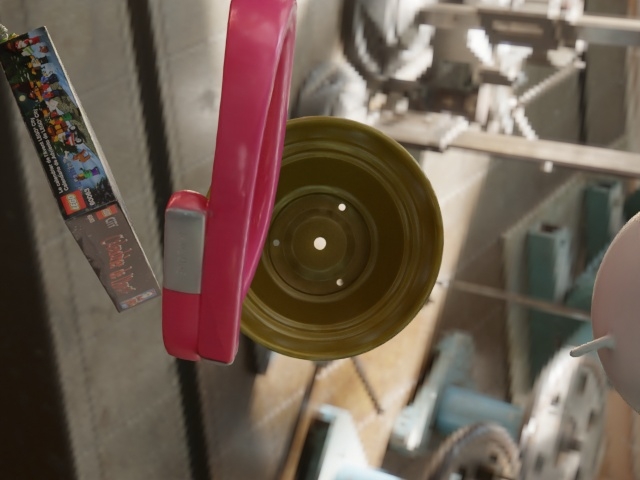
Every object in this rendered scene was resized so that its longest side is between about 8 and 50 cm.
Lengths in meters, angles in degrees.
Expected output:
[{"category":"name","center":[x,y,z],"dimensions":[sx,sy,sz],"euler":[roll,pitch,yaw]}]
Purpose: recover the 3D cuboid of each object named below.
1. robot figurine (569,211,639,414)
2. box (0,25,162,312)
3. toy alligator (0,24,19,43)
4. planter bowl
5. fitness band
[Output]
[{"category":"robot figurine","center":[0.364,0.067,1.153],"dimensions":[0.353,0.200,0.300],"euler":[12,103,-29]},{"category":"box","center":[-0.194,-0.050,1.174],"dimensions":[0.233,0.044,0.159],"euler":[83,-16,-70]},{"category":"toy alligator","center":[-0.453,-0.273,2.137],"dimensions":[0.051,0.189,0.056],"euler":[-50,140,-5]},{"category":"planter bowl","center":[0.000,0.000,1.306],"dimensions":[0.090,0.217,0.217],"euler":[111,-7,-87]},{"category":"fitness band","center":[-0.059,-0.040,0.999],"dimensions":[0.291,0.054,0.209],"euler":[100,3,-50]}]
